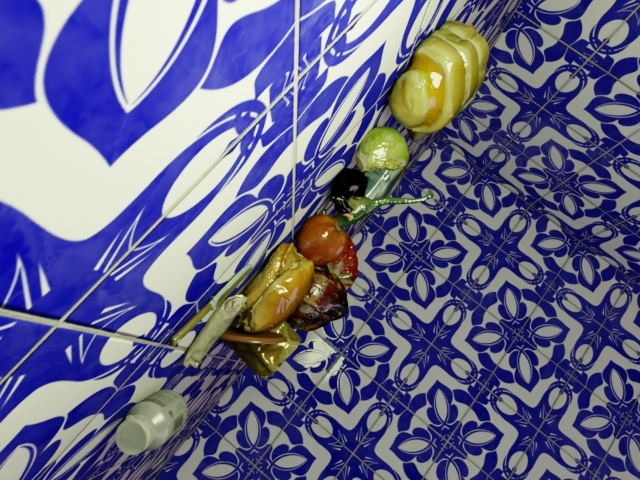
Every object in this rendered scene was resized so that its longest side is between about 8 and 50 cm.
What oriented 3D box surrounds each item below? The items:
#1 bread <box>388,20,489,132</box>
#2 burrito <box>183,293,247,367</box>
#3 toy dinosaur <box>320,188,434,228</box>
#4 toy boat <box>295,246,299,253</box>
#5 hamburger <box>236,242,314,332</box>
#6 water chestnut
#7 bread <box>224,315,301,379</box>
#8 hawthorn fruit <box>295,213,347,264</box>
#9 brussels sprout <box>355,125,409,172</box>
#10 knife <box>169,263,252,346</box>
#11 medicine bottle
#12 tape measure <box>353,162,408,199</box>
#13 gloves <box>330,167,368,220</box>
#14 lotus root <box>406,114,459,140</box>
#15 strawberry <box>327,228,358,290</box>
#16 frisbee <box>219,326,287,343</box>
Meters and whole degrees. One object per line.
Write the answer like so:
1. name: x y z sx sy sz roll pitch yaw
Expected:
1. bread: 0.355 -0.463 1.390 0.341 0.210 0.300 -44 167 -44
2. burrito: -0.318 0.267 1.394 0.275 0.059 0.082 -53 163 10
3. toy dinosaur: 0.170 -0.083 1.728 0.447 0.301 0.087 -54 175 5
4. toy boat: -0.067 0.039 1.813 0.061 0.060 0.137 -33 177 32
5. hamburger: -0.145 0.167 1.517 0.314 0.170 0.290 -51 173 -2
6. water chestnut: -0.033 0.207 1.782 0.289 0.244 0.289 -21 147 -14
7. bread: -0.225 0.366 1.755 0.238 0.252 0.196 -51 179 42
8. hawthorn fruit: 0.000 0.000 1.628 0.189 0.189 0.189 -50 173 -9
9. brussels sprout: 0.201 -0.297 1.528 0.183 0.146 0.131 -6 -175 -18
10. knife: -0.276 0.157 1.222 0.343 0.027 0.061 -49 169 -44
11. medicine bottle: -0.475 0.512 1.312 0.135 0.135 0.215 -52 173 4
12. tape measure: 0.239 -0.263 1.906 0.256 0.147 0.275 -54 169 2
13. gloves: 0.092 -0.151 1.606 0.164 0.124 0.203 -31 161 -34
14. lotus root: 0.449 -0.529 1.917 0.267 0.149 0.260 -35 176 24
15. strawberry: 0.032 0.100 2.077 0.292 0.292 0.343 -55 -173 23
16. frisbee: -0.231 0.307 1.517 0.251 0.250 0.021 53 44 -83
